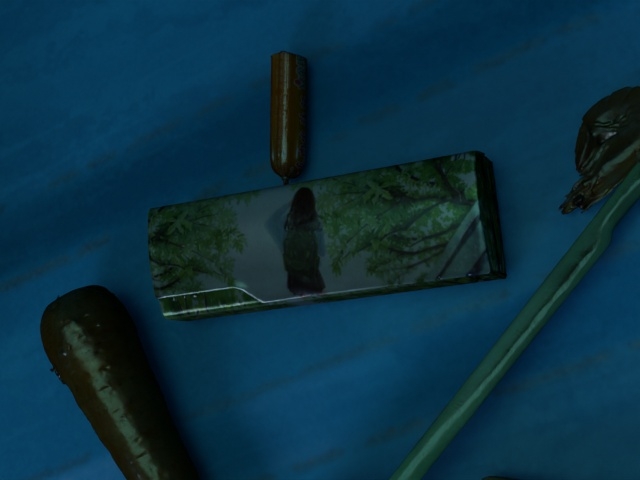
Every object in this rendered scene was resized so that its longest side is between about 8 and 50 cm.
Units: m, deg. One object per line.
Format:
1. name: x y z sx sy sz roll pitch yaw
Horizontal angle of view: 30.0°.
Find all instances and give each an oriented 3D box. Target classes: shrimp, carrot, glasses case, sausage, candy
1. shrimp: 0.205 -0.067 0.866 0.108 0.023 0.059 -45 61 12
2. carrot: -0.135 0.170 0.957 0.078 0.078 0.298 -36 75 15
3. glasses case: 0.000 0.000 0.921 0.272 0.062 0.095 -10 80 22
4. sausage: -0.026 -0.096 0.959 0.031 0.031 0.107 -3 82 22
5. candy: 0.096 0.122 0.853 0.119 0.119 0.440 37 93 22

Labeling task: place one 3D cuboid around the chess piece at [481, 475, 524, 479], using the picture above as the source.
1. chess piece: 0.199 0.215 0.813 0.200 0.090 0.090 4 86 34
